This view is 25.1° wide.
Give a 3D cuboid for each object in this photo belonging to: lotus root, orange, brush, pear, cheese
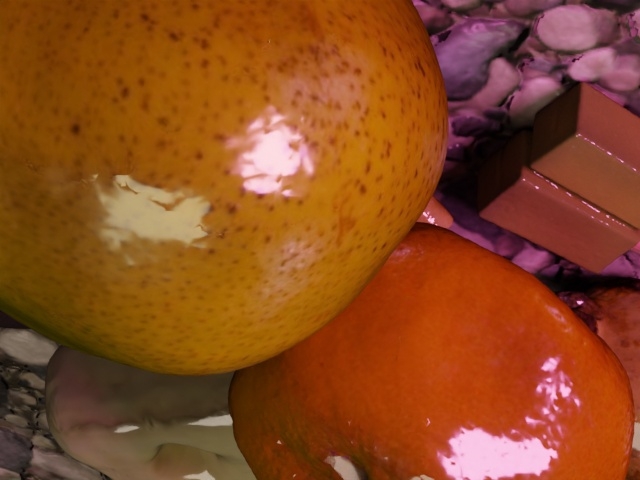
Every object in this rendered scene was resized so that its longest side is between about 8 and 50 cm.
[{"bbox_3d":[0.238,0.110,0.994,0.260,0.145,0.128,32,129,-26],"label":"lotus root"},{"bbox_3d":[0.063,0.107,0.860,0.249,0.183,0.249,6,120,10],"label":"orange"},{"bbox_3d":[0.222,-0.009,0.927,0.233,0.047,0.103,27,140,-22],"label":"brush"},{"bbox_3d":[-0.077,-0.065,0.746,0.294,0.294,0.294,6,143,5],"label":"pear"},{"bbox_3d":[0.009,0.154,1.120,0.328,0.130,0.351,-17,140,24],"label":"cheese"}]

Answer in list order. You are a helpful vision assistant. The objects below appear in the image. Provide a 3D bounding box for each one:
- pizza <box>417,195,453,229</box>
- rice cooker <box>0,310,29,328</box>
[{"bbox_3d":[0.000,0.000,0.952,0.175,0.046,0.134,4,115,-2],"label":"pizza"},{"bbox_3d":[-0.216,-0.015,0.957,0.203,0.118,0.142,2,142,11],"label":"rice cooker"}]
